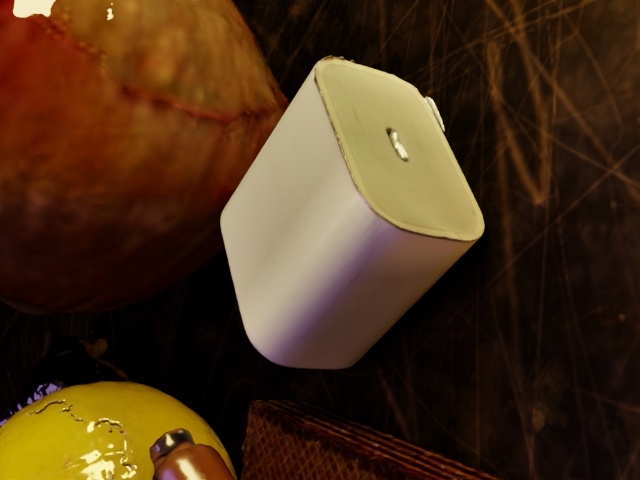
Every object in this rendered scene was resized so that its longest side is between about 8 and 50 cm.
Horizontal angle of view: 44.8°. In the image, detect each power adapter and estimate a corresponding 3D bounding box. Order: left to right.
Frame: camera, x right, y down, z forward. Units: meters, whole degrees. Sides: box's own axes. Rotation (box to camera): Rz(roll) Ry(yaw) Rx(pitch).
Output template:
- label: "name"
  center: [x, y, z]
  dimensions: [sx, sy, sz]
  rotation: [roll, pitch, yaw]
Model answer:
- label: "power adapter"
  center: [0.000, 0.000, 0.673]
  dimensions: [0.255, 0.124, 0.187]
  rotation: [-51, 43, 38]

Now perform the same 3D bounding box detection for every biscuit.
- label: "biscuit"
  center: [0.054, 0.211, 0.589]
  dimensions: [0.388, 0.073, 0.107]
  rotation: [3, 87, 58]

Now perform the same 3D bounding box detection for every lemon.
- label: "lemon"
  center: [-0.218, 0.295, 0.806]
  dimensions: [0.297, 0.297, 0.297]
  rotation: [-19, 67, 55]

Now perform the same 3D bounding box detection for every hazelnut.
- label: "hazelnut"
  center: [-0.245, -0.114, 0.811]
  dimensions: [0.352, 0.420, 0.421]
  rotation: [42, 120, 31]

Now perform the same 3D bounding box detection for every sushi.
- label: "sushi"
  center: [-0.356, 0.257, 1.131]
  dimensions: [0.200, 0.204, 0.213]
  rotation: [-39, 87, 16]

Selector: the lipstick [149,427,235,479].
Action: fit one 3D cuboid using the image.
- label: "lipstick"
  center: [-0.023, 0.314, 0.597]
  dimensions: [0.418, 0.077, 0.077]
  rotation: [47, 123, 34]
